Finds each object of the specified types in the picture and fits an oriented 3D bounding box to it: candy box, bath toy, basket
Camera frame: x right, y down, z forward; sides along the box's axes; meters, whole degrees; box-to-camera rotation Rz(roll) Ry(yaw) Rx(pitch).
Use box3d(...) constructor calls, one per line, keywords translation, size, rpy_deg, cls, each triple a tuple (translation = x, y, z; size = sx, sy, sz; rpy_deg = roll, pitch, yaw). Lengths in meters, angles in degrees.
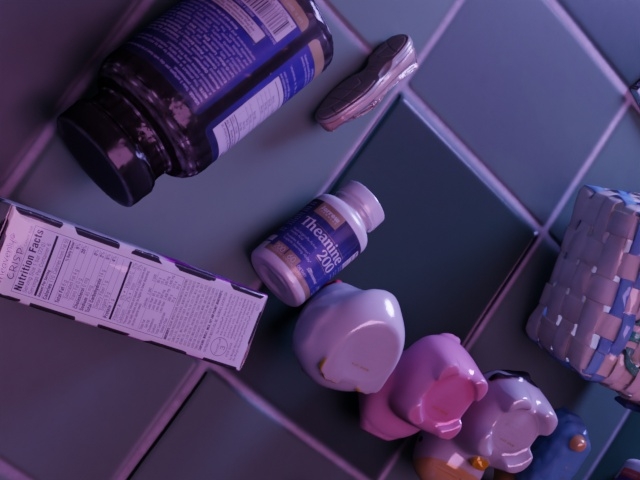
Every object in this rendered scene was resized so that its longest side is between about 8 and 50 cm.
box3d(translation=(-0.182, 0.028, 1.094), size=(0.233, 0.159, 0.071), rpy_deg=(22, 87, -33), cls="candy box")
box3d(translation=(0.100, 0.146, 1.320), size=(0.348, 0.129, 0.151), rpy_deg=(35, 100, -32), cls="bath toy")
box3d(translation=(0.383, 0.076, 1.434), size=(0.289, 0.201, 0.255), rpy_deg=(13, 100, -26), cls="basket")

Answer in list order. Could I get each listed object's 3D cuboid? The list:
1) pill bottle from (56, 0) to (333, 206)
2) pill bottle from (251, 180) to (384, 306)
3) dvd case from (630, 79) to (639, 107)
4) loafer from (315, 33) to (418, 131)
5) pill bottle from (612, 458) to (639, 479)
box3d(translation=(-0.104, -0.130, 1.132), size=(0.219, 0.123, 0.123), rpy_deg=(-41, 118, -19), cls="pill bottle")
box3d(translation=(0.000, 0.000, 1.258), size=(0.120, 0.067, 0.067), rpy_deg=(-41, 118, -19), cls="pill bottle")
box3d(translation=(0.398, -0.172, 1.508), size=(0.119, 0.013, 0.087), rpy_deg=(-45, 120, -18), cls="dvd case")
box3d(translation=(0.048, -0.140, 1.276), size=(0.125, 0.045, 0.039), rpy_deg=(-46, 127, -19), cls="loafer")
box3d(translation=(0.336, 0.350, 1.519), size=(0.108, 0.108, 0.193), rpy_deg=(44, 76, -31), cls="pill bottle")
